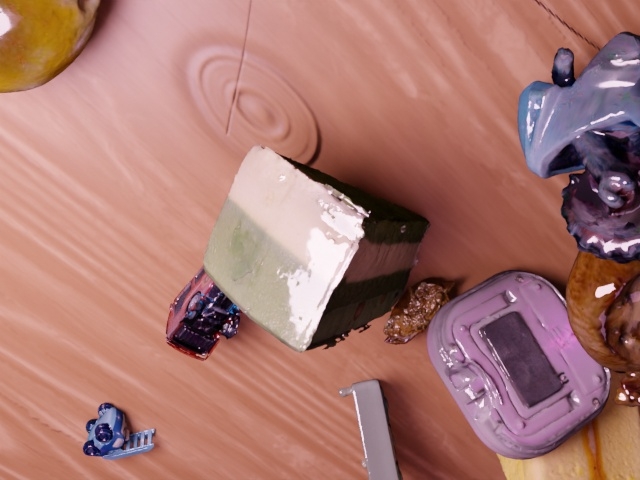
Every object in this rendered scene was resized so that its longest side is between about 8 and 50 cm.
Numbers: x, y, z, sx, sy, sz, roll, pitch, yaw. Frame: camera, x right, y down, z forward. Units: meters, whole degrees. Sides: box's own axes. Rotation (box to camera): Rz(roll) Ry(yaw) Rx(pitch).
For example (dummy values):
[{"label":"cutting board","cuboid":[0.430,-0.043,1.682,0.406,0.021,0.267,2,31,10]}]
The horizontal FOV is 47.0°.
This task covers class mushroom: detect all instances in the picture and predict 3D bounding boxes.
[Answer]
[{"label":"mushroom","cuboid":[0.404,0.067,0.837,0.263,0.283,0.195,28,155,-17]}]

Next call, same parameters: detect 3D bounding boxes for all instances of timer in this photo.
[{"label":"timer","cuboid":[0.242,0.144,0.888,0.190,0.069,0.209,-27,76,-23]}]

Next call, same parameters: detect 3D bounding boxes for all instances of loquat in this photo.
[{"label":"loquat","cuboid":[-0.317,-0.228,0.744,0.195,0.152,0.152,-7,115,12]}]

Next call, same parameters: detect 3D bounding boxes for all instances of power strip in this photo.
[{"label":"power strip","cuboid":[0.077,0.297,0.990,0.061,0.145,0.216,-11,78,4]}]

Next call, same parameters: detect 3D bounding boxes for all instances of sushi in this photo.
[{"label":"sushi","cuboid":[0.127,0.089,0.940,0.061,0.060,0.118,28,109,-9]}]

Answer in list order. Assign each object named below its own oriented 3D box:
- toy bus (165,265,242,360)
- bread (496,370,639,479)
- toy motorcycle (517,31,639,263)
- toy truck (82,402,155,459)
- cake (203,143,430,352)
[{"label":"toy bus","cuboid":[-0.102,0.037,0.892,0.073,0.096,0.235,34,110,-22]},{"label":"bread","cuboid":[0.331,0.257,0.912,0.167,0.264,0.163,9,116,-11]},{"label":"toy motorcycle","cuboid":[0.357,-0.182,0.751,0.172,0.232,0.416,25,103,-49]},{"label":"toy truck","cuboid":[-0.280,0.274,1.028,0.090,0.056,0.073,26,117,-27]},{"label":"cake","cuboid":[0.004,0.001,0.831,0.172,0.283,0.158,32,103,20]}]
